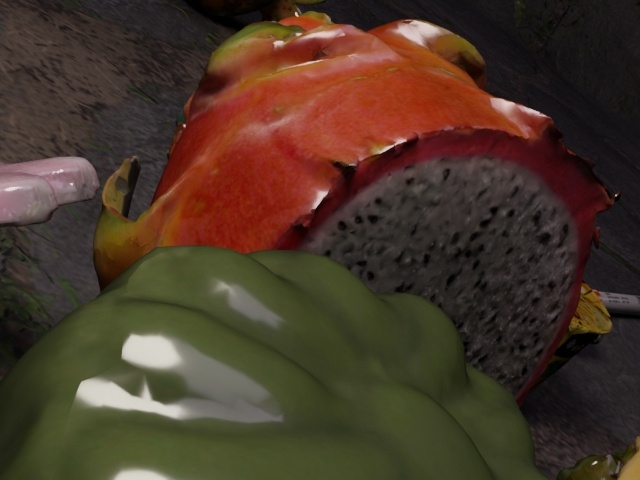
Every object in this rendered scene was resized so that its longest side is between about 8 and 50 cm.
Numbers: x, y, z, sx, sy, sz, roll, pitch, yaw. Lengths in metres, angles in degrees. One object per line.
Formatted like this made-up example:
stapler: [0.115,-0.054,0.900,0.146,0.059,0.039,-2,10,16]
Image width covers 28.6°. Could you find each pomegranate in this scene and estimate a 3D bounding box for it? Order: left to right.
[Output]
pomegranate: [-0.096,-0.319,1.530,0.220,0.156,0.156,62,4,-35]

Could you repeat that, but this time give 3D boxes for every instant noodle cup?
instant noodle cup: [0.161,0.069,1.097,0.151,0.122,0.151,30,22,-14]

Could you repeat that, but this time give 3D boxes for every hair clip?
hair clip: [-0.221,-0.001,0.602,0.257,0.146,0.075,-33,115,-48]

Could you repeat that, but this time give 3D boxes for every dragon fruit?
dragon fruit: [0.000,0.000,0.769,0.305,0.305,0.226,15,22,-46]

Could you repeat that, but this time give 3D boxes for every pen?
pen: [0.353,0.076,1.536,0.239,0.028,0.028,8,35,-54]

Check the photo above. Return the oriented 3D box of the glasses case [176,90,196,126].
glasses case: [-0.074,-0.065,1.118,0.078,0.039,0.184,25,24,-31]

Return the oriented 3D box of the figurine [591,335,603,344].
figurine: [0.239,0.064,1.310,0.149,0.087,0.086,23,-13,-36]

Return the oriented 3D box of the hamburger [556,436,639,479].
hamburger: [0.247,0.222,0.846,0.209,0.162,0.330,44,26,15]

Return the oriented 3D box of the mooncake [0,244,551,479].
mooncake: [0.001,0.163,0.473,0.351,0.187,0.351,32,32,-23]
